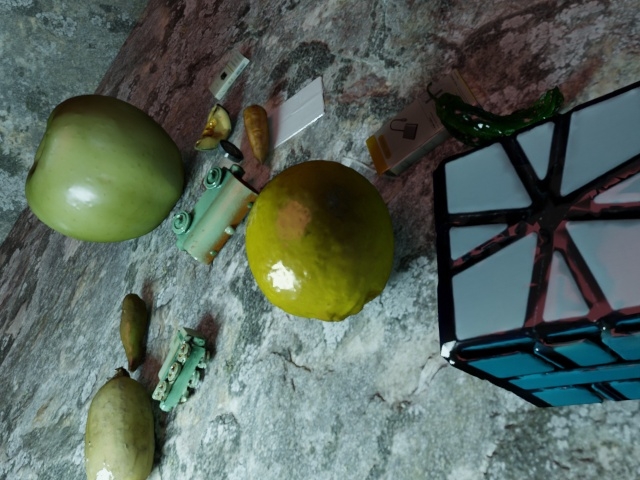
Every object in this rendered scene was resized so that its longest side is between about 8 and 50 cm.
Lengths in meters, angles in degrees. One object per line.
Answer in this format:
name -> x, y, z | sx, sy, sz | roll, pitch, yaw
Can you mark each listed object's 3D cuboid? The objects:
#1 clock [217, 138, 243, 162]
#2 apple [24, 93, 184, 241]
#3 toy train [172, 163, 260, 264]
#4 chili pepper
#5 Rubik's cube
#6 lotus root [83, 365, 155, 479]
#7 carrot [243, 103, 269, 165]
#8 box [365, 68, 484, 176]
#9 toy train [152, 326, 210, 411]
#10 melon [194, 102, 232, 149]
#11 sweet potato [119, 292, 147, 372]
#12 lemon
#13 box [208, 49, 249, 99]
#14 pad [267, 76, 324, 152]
clock -> -0.261, -0.258, 1.636 | 0.017, 0.085, 0.085 | -46, 41, 23
apple -> -0.657, -0.209, 1.747 | 0.474, 0.474, 0.473 | -25, 50, 34
toy train -> -0.280, -0.068, 1.530 | 0.285, 0.116, 0.177 | -52, 53, 6
chili pepper -> 0.293, -0.235, 1.044 | 0.279, 0.065, 0.122 | 20, 82, 37
Rubik's cube -> 0.329, 0.031, 0.703 | 0.289, 0.283, 0.293 | -20, 51, 35
lotus root -> -0.492, 0.449, 1.375 | 0.169, 0.152, 0.342 | -39, 47, 22
carrot -> -0.175, -0.285, 1.573 | 0.072, 0.072, 0.205 | -32, 50, 28
box -> 0.210, -0.239, 1.184 | 0.247, 0.033, 0.129 | -36, 46, 25
toy train -> -0.341, 0.311, 1.372 | 0.193, 0.081, 0.125 | -62, 30, 0
melon -> -0.332, -0.335, 1.772 | 0.128, 0.079, 0.160 | -6, 62, 64
sweet potato -> -0.525, 0.251, 1.598 | 0.077, 0.077, 0.243 | -37, 48, 24
lemon -> 0.000, 0.001, 1.059 | 0.297, 0.297, 0.297 | -25, 50, 34
box -> -0.313, -0.564, 1.926 | 0.167, 0.024, 0.090 | -49, 41, 11
pad -> -0.078, -0.345, 1.565 | 0.232, 0.004, 0.156 | -28, 48, 32
